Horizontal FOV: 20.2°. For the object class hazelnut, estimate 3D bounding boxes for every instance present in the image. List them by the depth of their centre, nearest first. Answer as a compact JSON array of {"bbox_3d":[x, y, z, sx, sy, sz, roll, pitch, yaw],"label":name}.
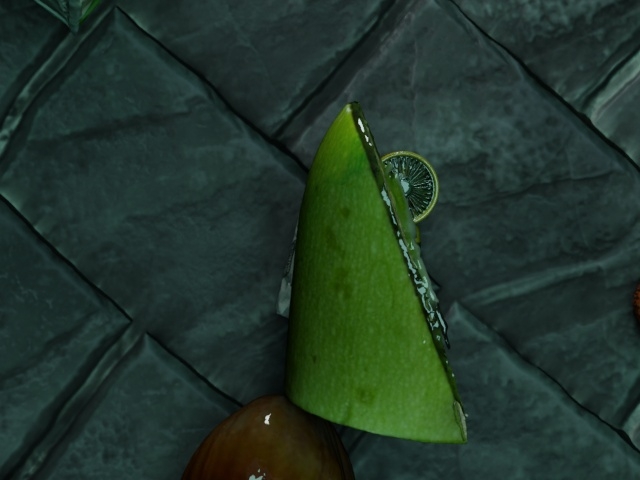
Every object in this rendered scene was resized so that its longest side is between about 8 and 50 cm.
[{"bbox_3d":[-0.057,0.268,1.864,0.186,0.210,0.210,-36,95,12],"label":"hazelnut"}]

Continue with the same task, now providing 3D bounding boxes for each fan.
[{"bbox_3d":[0.087,-0.020,1.971,0.082,0.039,0.155,-3,92,-13],"label":"fan"}]

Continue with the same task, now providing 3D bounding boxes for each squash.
[{"bbox_3d":[0.076,0.022,1.836,0.210,0.233,0.309,11,99,2],"label":"squash"}]

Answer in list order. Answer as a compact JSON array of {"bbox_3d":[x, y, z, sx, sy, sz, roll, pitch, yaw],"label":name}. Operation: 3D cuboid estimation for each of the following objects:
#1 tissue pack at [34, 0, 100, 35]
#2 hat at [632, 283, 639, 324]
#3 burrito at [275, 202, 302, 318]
[{"bbox_3d":[-0.259,-0.477,1.840,0.332,0.205,0.405,37,79,-4],"label":"tissue pack"},{"bbox_3d":[0.414,0.082,1.972,0.112,0.162,0.093,12,88,-7],"label":"hat"},{"bbox_3d":[-0.001,0.000,1.942,0.064,0.064,0.203,16,86,-11],"label":"burrito"}]
